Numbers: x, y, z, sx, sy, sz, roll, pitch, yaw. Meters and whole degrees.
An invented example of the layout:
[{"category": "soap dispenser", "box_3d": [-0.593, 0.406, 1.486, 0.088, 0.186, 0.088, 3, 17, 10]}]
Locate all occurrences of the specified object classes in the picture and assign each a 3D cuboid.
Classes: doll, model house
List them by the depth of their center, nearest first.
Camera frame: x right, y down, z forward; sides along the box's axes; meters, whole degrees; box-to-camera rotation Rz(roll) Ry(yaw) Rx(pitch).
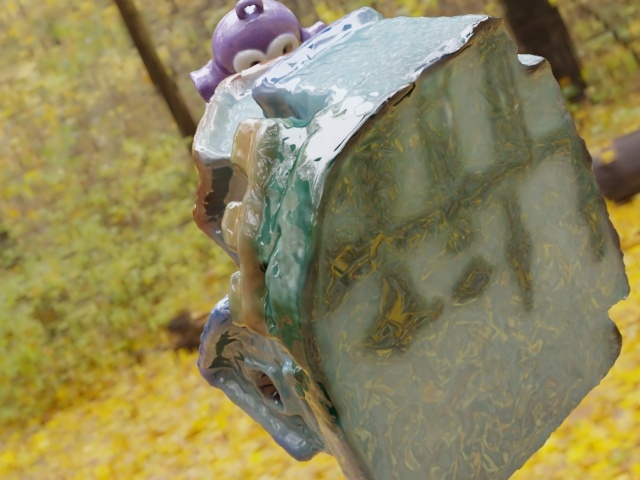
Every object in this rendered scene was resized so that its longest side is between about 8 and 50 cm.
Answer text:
[{"category": "model house", "box_3d": [0.000, 0.000, 1.026, 0.251, 0.295, 0.329, -39, 32, -22]}, {"category": "doll", "box_3d": [-0.042, -0.123, 1.168, 0.110, 0.067, 0.206, -25, -29, -7]}]
